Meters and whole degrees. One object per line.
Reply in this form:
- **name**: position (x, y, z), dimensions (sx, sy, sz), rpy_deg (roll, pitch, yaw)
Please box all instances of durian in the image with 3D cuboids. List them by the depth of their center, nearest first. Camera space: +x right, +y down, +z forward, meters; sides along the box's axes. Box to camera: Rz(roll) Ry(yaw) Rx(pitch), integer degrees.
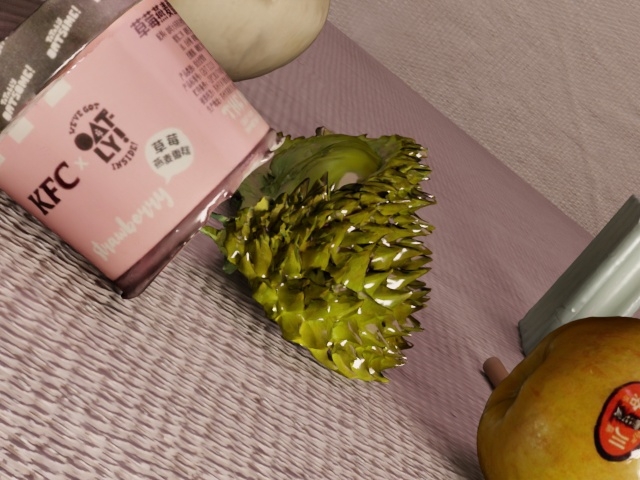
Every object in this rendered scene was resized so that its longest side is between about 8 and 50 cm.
- **durian**: position (0.000, 0.000, 0.870), dimensions (0.169, 0.158, 0.352), rpy_deg (5, 17, 0)

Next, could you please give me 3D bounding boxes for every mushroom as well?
- **mushroom**: position (-0.109, -0.291, 1.146), dimensions (0.356, 0.315, 0.315), rpy_deg (4, -19, 47)

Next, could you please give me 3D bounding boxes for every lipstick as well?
- **lipstick**: position (0.164, 0.133, 1.005), dimensions (0.019, 0.019, 0.094), rpy_deg (34, 15, -26)

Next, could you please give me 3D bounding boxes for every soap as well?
- **soap**: position (0.300, 0.052, 1.247), dimensions (0.066, 0.198, 0.119), rpy_deg (38, 14, -4)

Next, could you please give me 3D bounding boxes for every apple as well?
- **apple**: position (0.188, 0.130, 0.758), dimensions (0.155, 0.182, 0.182), rpy_deg (29, 14, -2)

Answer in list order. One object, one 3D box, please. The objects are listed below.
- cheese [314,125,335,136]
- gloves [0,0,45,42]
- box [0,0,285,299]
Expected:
- **cheese**: position (0.032, -0.091, 1.313), dimensions (0.084, 0.041, 0.060), rpy_deg (31, -2, 36)
- **gloves**: position (-0.240, -0.137, 0.598), dimensions (0.119, 0.097, 0.229), rpy_deg (20, 3, 43)
- **box**: position (-0.106, -0.056, 0.620), dimensions (0.135, 0.151, 0.151), rpy_deg (47, 12, -9)
